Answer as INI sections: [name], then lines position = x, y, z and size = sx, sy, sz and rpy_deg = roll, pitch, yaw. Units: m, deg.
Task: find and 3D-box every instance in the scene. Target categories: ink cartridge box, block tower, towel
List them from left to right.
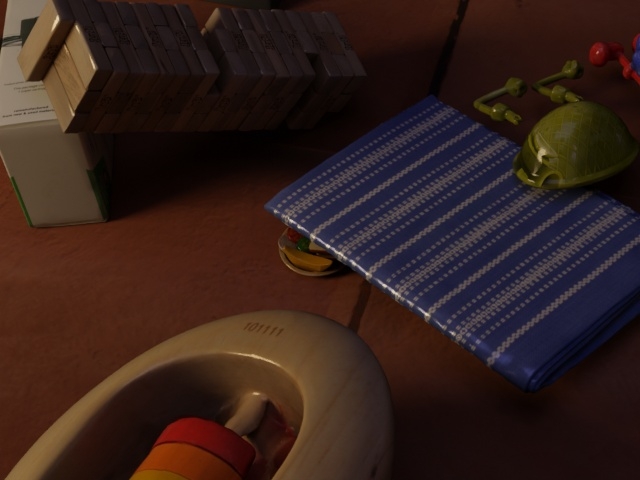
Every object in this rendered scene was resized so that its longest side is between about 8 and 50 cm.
[ink cartridge box]
position = -0.265, -0.141, 1.456
size = 0.086, 0.153, 0.208
rpy_deg = -6, 49, 3
[block tower]
position = -0.117, -0.167, 1.395
size = 0.335, 0.091, 0.097
rpy_deg = -3, 56, -39
[towel]
position = 0.147, -0.005, 1.349
size = 0.243, 0.040, 0.336
rpy_deg = -34, 52, -31

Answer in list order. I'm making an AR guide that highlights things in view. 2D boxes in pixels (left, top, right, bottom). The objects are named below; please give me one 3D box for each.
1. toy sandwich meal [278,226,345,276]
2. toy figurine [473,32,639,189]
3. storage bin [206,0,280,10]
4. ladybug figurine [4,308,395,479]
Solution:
[toy sandwich meal]
position = 0.000, 0.000, 1.386
size = 0.085, 0.029, 0.086
rpy_deg = -3, 50, 4
[toy figurine]
position = 0.338, -0.206, 1.371
size = 0.362, 0.217, 0.191
rpy_deg = -16, 48, -15
[storage bin]
position = -0.095, -0.319, 1.620
size = 0.135, 0.091, 0.098
rpy_deg = 13, 53, 16
[ladybug figurine]
position = -0.104, 0.238, 1.090
size = 0.305, 0.162, 0.449
rpy_deg = 10, 43, 34
